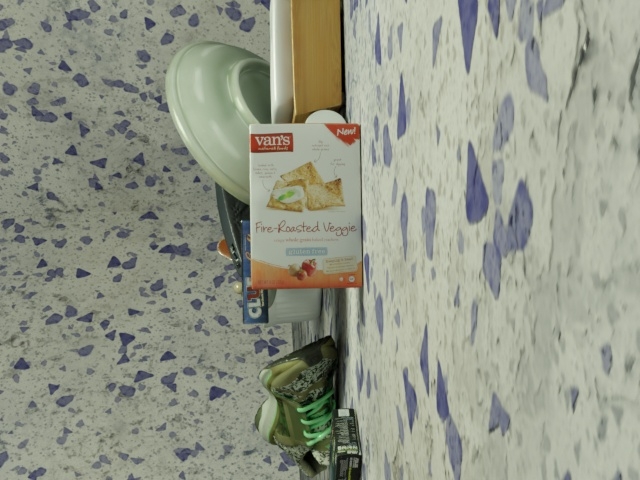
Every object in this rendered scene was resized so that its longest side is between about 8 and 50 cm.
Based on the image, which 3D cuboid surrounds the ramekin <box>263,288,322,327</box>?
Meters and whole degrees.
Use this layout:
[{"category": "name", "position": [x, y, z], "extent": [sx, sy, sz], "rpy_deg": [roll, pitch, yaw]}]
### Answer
[{"category": "ramekin", "position": [-0.070, 0.063, 2.189], "extent": [0.277, 0.135, 0.277], "rpy_deg": [178, 90, -86]}]

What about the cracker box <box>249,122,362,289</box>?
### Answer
[{"category": "cracker box", "position": [-0.022, -0.048, 1.325], "extent": [0.067, 0.156, 0.232], "rpy_deg": [157, 112, -86]}]

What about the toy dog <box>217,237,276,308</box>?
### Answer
[{"category": "toy dog", "position": [-0.139, -0.036, 1.977], "extent": [0.220, 0.161, 0.333], "rpy_deg": [-39, 44, 49]}]

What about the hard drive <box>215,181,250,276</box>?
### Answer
[{"category": "hard drive", "position": [-0.118, -0.039, 1.824], "extent": [0.054, 0.172, 0.254], "rpy_deg": [-42, 54, 43]}]

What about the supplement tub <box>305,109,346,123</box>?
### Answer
[{"category": "supplement tub", "position": [0.006, -0.153, 1.515], "extent": [0.107, 0.071, 0.071], "rpy_deg": [95, 173, -63]}]

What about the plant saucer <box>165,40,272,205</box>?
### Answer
[{"category": "plant saucer", "position": [-0.116, -0.246, 1.847], "extent": [0.100, 0.400, 0.400], "rpy_deg": [-35, 43, 33]}]

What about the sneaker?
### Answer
[{"category": "sneaker", "position": [-0.009, 0.318, 1.737], "extent": [0.182, 0.158, 0.410], "rpy_deg": [53, 157, 24]}]

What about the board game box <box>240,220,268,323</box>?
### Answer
[{"category": "board game box", "position": [-0.112, 0.053, 1.590], "extent": [0.243, 0.042, 0.165], "rpy_deg": [151, 117, -85]}]

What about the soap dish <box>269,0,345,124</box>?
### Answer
[{"category": "soap dish", "position": [-0.028, -0.295, 1.623], "extent": [0.291, 0.118, 0.228], "rpy_deg": [127, 142, -83]}]

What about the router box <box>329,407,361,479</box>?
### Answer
[{"category": "router box", "position": [0.036, 0.329, 1.419], "extent": [0.092, 0.038, 0.122], "rpy_deg": [-97, 8, -53]}]
